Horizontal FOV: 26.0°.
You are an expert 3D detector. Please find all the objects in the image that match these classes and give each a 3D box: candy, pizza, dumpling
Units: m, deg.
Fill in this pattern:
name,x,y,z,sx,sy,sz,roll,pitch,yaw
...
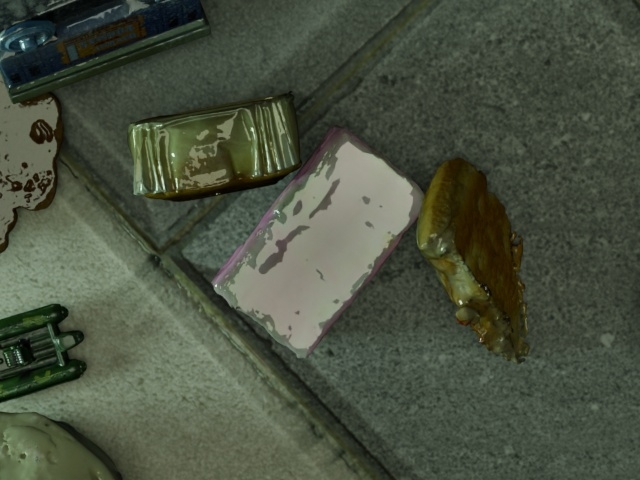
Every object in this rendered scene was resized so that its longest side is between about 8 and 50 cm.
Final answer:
name,x,y,z,sx,sy,sz,roll,pitch,yaw
candy,0.000,0.000,1.727,0.155,0.116,0.265,38,95,-6
pizza,0.196,0.034,1.713,0.071,0.189,0.297,-11,137,28
dumpling,-0.375,0.335,1.751,0.318,0.187,0.243,19,134,6

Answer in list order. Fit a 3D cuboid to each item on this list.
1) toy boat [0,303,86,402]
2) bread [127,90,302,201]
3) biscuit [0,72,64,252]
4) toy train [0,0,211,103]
name,x,y,z,sx,sy,sz,roll,pitch,yaw
toy boat,-0.401,0.152,1.766,0.210,0.052,0.104,-17,97,0
bread,-0.126,-0.109,1.676,0.210,0.192,0.110,-11,96,0
biscuit,-0.427,-0.126,1.747,0.208,0.041,0.290,-4,92,-3
toy train,-0.276,-0.286,1.643,0.300,0.202,0.131,-20,77,-6
